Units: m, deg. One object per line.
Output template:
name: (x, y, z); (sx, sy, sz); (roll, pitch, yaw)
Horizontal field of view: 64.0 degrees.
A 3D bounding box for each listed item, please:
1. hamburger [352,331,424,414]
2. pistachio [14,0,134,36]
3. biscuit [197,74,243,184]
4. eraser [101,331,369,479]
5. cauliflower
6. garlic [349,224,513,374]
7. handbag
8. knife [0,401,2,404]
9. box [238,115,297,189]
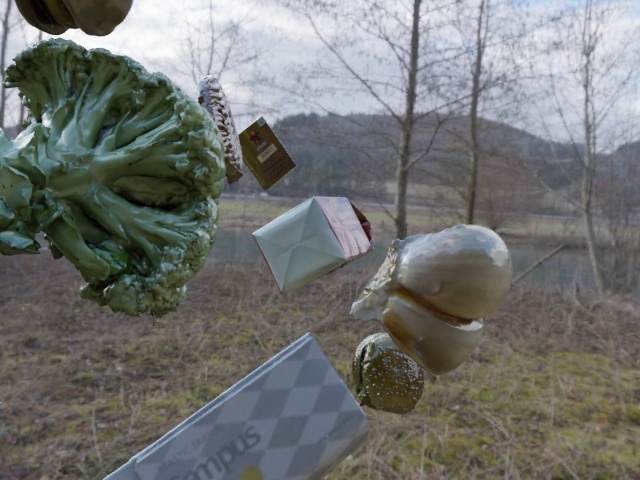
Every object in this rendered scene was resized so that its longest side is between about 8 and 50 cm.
hamburger: (0.176, 0.325, 1.295); (0.189, 0.215, 0.122); (16, -23, -29)
pistachio: (-0.318, -0.403, 0.627); (0.166, 0.288, 0.197); (1, 18, 9)
biscuit: (-0.140, -0.147, 0.735); (0.031, 0.176, 0.229); (-12, 36, -2)
eraser: (-0.118, 0.343, 0.800); (0.396, 0.213, 0.082); (-30, -11, -27)
cauliflower: (-0.237, -0.050, 0.521); (0.275, 0.273, 0.250); (26, 22, 26)
garlic: (0.229, 0.110, 0.975); (0.249, 0.286, 0.313); (13, -7, 45)
handbag: (0.000, 0.000, 1.113); (0.171, 0.151, 0.298); (-29, -5, 19)
knife: (-0.608, 0.281, 0.896); (0.091, 0.005, 0.014); (10, -17, -14)
box: (-0.121, -0.185, 1.092); (0.090, 0.133, 0.023); (-45, 22, -20)
